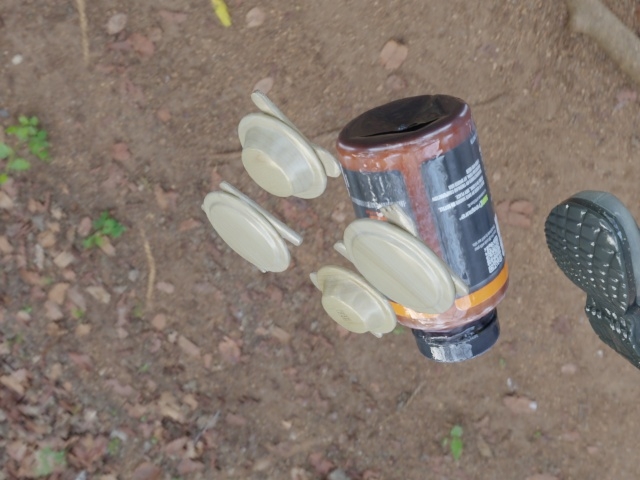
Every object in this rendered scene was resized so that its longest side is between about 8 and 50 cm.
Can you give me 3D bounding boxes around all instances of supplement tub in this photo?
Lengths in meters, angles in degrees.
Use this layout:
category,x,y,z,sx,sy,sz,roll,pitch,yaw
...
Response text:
category,x,y,z,sx,sy,sz,roll,pitch,yaw
supplement tub,0.085,-0.004,0.684,0.106,0.106,0.198,-7,116,23

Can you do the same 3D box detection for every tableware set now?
category,x,y,z,sx,sy,sz,roll,pitch,yaw
tableware set,0.000,0.000,0.480,0.141,0.020,0.169,40,155,0

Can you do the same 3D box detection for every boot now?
category,x,y,z,sx,sy,sz,roll,pitch,yaw
boot,0.281,-0.006,0.728,0.161,0.083,0.246,-44,139,-4
